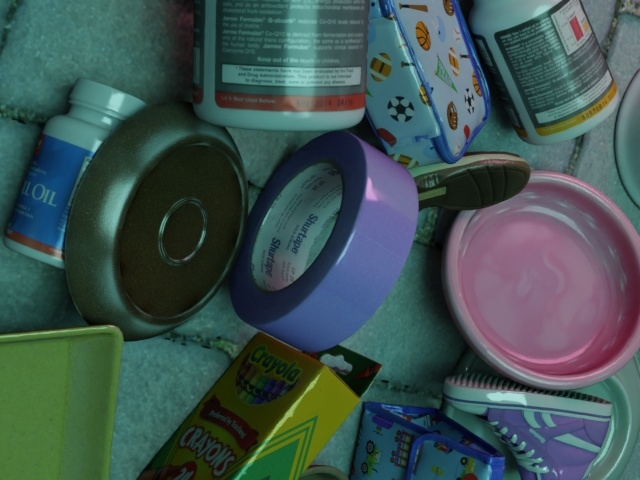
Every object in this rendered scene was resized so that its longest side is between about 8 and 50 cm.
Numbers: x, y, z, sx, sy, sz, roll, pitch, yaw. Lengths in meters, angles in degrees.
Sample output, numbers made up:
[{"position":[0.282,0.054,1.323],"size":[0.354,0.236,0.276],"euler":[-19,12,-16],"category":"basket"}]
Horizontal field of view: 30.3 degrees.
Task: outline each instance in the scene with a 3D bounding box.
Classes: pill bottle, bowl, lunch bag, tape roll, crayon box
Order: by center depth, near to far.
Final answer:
[{"position":[-0.044,-0.319,1.389],"size":[0.210,0.210,0.363],"euler":[-4,104,-27],"category":"pill bottle"},{"position":[-0.290,-0.078,1.431],"size":[0.124,0.124,0.221],"euler":[21,87,-29],"category":"pill bottle"},{"position":[0.000,0.000,1.511],"size":[0.090,0.275,0.275],"euler":[30,84,-28],"category":"tape roll"},{"position":[-0.083,0.244,1.552],"size":[0.318,0.202,0.081],"euler":[-50,117,-13],"category":"crayon box"},{"position":[0.128,-0.262,1.588],"size":[0.243,0.115,0.303],"euler":[-48,124,-51],"category":"lunch bag"},{"position":[0.166,0.373,1.651],"size":[0.138,0.293,0.221],"euler":[10,93,-29],"category":"lunch bag"},{"position":[0.307,-0.289,1.691],"size":[0.162,0.162,0.278],"euler":[-36,113,-18],"category":"pill bottle"},{"position":[0.628,-0.167,1.899],"size":[0.298,0.134,0.298],"euler":[-5,100,-27],"category":"bowl"}]

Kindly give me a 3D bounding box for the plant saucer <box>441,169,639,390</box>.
[{"position":[0.327,0.062,1.747],"size":[0.332,0.084,0.332],"euler":[5,71,-15],"category":"plant saucer"}]

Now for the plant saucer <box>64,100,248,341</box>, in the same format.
[{"position":[-0.183,-0.016,1.461],"size":[0.310,0.050,0.310],"euler":[-30,128,-46],"category":"plant saucer"}]

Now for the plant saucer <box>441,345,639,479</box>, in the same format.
[{"position":[0.378,0.287,1.861],"size":[0.400,0.100,0.400],"euler":[-5,100,-27],"category":"plant saucer"}]

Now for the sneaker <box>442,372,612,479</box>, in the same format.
[{"position":[0.291,0.287,1.710],"size":[0.282,0.102,0.161],"euler":[14,94,-21],"category":"sneaker"}]

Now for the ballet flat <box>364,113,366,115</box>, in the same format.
[{"position":[-0.028,-0.196,1.587],"size":[0.221,0.077,0.079],"euler":[19,107,-24],"category":"ballet flat"}]

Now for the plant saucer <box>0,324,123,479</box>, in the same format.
[{"position":[-0.418,0.242,1.408],"size":[0.333,0.081,0.332],"euler":[-3,116,-28],"category":"plant saucer"}]

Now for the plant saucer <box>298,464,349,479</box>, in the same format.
[{"position":[-0.064,0.423,1.627],"size":[0.278,0.041,0.278],"euler":[-29,135,-34],"category":"plant saucer"}]

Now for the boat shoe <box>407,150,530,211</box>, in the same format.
[{"position":[0.168,-0.099,1.676],"size":[0.257,0.095,0.095],"euler":[-8,136,-17],"category":"boat shoe"}]
